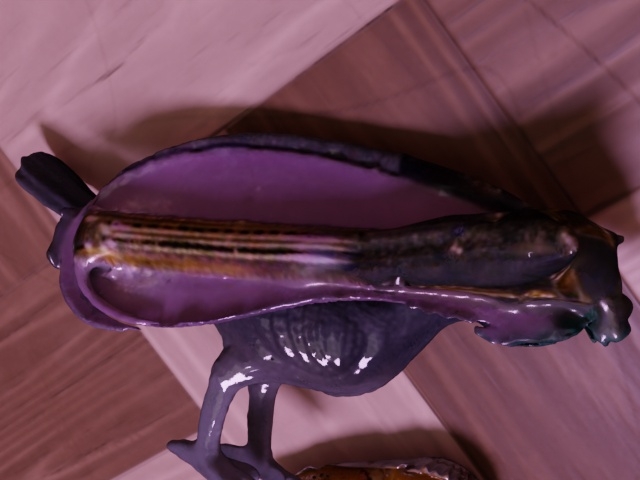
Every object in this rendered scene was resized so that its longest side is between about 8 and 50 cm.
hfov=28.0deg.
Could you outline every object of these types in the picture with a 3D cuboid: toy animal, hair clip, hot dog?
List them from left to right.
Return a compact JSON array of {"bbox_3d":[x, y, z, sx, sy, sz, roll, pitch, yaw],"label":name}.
[{"bbox_3d":[-0.037,0.063,0.826,0.367,0.081,0.206,9,96,20],"label":"toy animal"},{"bbox_3d":[0.000,-0.002,0.753,0.358,0.095,0.110,4,105,25],"label":"hair clip"},{"bbox_3d":[0.033,0.195,0.882,0.192,0.053,0.099,-15,111,34],"label":"hot dog"}]
